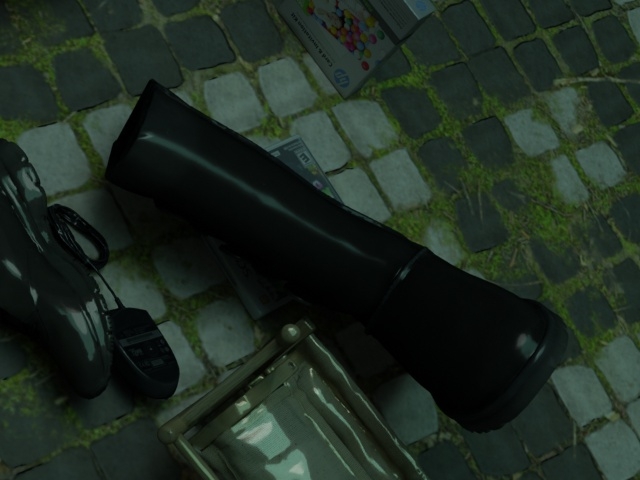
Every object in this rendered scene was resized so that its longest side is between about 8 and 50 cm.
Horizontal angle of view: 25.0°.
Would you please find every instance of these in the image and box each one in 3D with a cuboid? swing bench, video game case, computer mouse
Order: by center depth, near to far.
[{"bbox_3d":[-0.005,0.225,1.433,0.165,0.255,0.253,-39,86,1],"label":"swing bench"},{"bbox_3d":[-0.223,0.066,1.495,0.071,0.041,0.242,-9,62,-53],"label":"computer mouse"},{"bbox_3d":[-0.049,-0.019,1.651,0.190,0.022,0.173,-27,81,-38],"label":"video game case"}]

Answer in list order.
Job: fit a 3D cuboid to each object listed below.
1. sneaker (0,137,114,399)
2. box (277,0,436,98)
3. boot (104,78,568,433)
[{"bbox_3d":[-0.304,0.041,1.428,0.130,0.109,0.286,-24,72,-28],"label":"sneaker"},{"bbox_3d":[0.040,-0.279,1.739,0.038,0.186,0.145,-34,85,-36],"label":"box"},{"bbox_3d":[-0.001,0.000,1.450,0.445,0.367,0.146,37,85,-13],"label":"boot"}]
